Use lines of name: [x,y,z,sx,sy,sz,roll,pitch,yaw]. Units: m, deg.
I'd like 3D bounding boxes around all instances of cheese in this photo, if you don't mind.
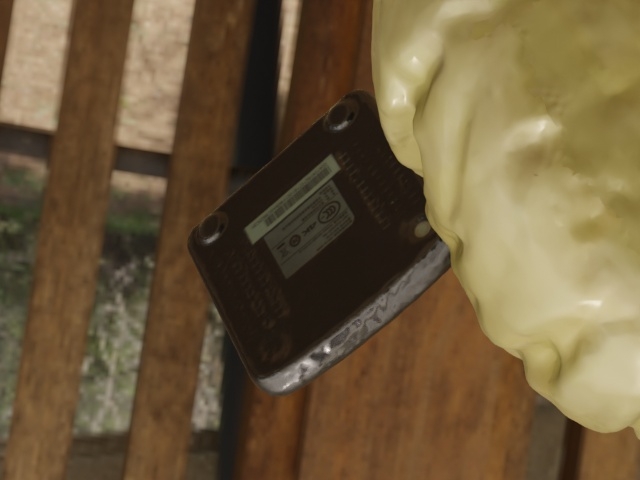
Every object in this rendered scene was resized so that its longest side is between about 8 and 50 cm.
cheese: [0.135,-0.047,0.451,0.226,0.214,0.117,-26,164,-9]

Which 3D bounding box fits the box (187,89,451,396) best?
box: [0.000,0.000,0.692,0.027,0.126,0.125,41,-168,-44]
